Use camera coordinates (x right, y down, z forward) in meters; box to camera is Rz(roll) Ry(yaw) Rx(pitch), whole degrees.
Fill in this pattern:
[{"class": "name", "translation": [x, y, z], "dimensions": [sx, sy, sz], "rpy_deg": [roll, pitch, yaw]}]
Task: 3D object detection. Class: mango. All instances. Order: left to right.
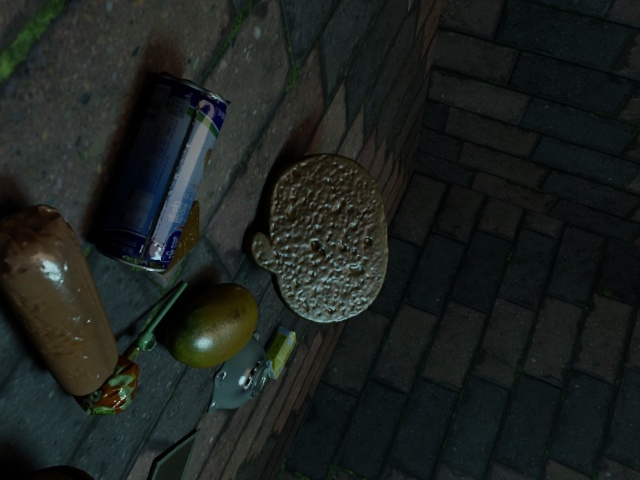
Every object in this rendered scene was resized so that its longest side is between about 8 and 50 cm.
[{"class": "mango", "translation": [-0.204, 0.164, 0.999], "dimensions": [0.221, 0.121, 0.151], "rpy_deg": [-34, 140, -56]}]

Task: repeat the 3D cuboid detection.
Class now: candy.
[{"class": "candy", "translation": [-0.279, 0.150, 0.827], "dimensions": [0.287, 0.084, 0.078], "rpy_deg": [-67, 174, -55]}]

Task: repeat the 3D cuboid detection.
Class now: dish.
[{"class": "dish", "translation": [-0.195, 0.355, 1.391], "dimensions": [0.228, 0.086, 0.236], "rpy_deg": [68, 44, -71]}]

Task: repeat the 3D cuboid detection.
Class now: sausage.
[{"class": "sausage", "translation": [-0.288, 0.078, 0.595], "dimensions": [0.288, 0.086, 0.086], "rpy_deg": [95, 21, -47]}]

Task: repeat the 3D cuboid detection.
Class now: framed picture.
[{"class": "framed picture", "translation": [-0.364, 0.579, 1.227], "dimensions": [0.197, 0.014, 0.252], "rpy_deg": [-4, 115, -75]}]

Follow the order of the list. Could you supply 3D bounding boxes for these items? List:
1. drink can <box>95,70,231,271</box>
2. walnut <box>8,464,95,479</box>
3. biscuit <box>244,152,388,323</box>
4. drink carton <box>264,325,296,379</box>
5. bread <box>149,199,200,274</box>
[{"class": "drink can", "translation": [-0.199, -0.084, 0.677], "dimensions": [0.097, 0.097, 0.235], "rpy_deg": [14, 96, -77]}, {"class": "walnut", "translation": [-0.343, 0.398, 0.658], "dimensions": [0.209, 0.209, 0.336], "rpy_deg": [-58, 176, -38]}, {"class": "biscuit", "translation": [-0.004, -0.001, 1.223], "dimensions": [0.070, 0.351, 0.393], "rpy_deg": [-160, -112, -65]}, {"class": "drink carton", "translation": [-0.146, 0.366, 1.638], "dimensions": [0.084, 0.075, 0.199], "rpy_deg": [91, 23, -56]}, {"class": "bread", "translation": [-0.225, -0.007, 0.822], "dimensions": [0.094, 0.035, 0.090], "rpy_deg": [-54, 161, -48]}]
